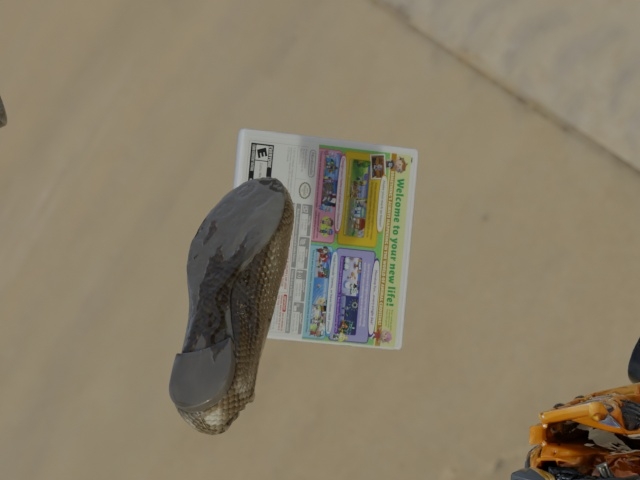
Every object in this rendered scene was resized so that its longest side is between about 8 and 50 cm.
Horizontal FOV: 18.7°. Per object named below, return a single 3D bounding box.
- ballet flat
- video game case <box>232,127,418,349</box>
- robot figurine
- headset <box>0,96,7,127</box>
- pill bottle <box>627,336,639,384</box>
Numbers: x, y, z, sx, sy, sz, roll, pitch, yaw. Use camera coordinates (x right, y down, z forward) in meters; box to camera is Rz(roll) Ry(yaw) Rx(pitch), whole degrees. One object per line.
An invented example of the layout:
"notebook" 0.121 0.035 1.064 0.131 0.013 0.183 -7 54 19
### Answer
"ballet flat" -0.063 0.050 1.509 0.084 0.058 0.249 -16 41 24
"video game case" 0.000 0.000 2.006 0.023 0.193 0.212 173 102 -74
"robot figurine" 0.283 0.151 1.403 0.291 0.211 0.085 -2 93 29
"headset" -0.465 -0.277 2.070 0.185 0.394 0.243 -24 23 -2
"pill bottle" 0.424 0.157 1.956 0.219 0.123 0.122 33 92 31
